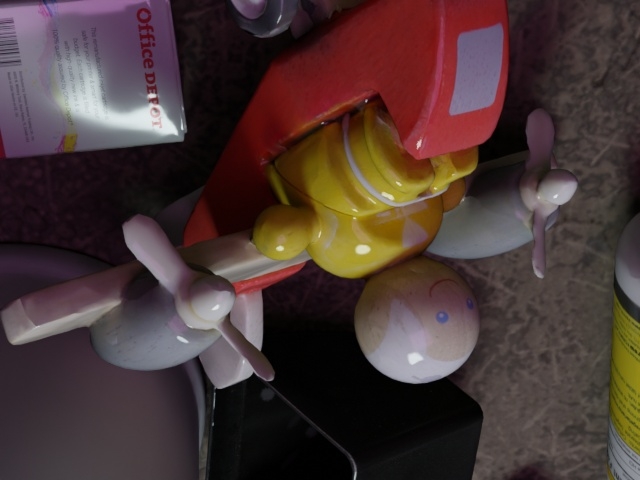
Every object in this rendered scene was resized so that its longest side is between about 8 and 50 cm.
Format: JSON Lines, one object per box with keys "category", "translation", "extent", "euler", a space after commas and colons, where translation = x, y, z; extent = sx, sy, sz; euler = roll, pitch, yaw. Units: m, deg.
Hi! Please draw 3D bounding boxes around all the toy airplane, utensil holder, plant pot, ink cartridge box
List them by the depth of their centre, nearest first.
{"category": "toy airplane", "translation": [0.000, 0.000, 1.151], "extent": [0.386, 0.272, 0.384], "euler": [-36, 159, 0]}
{"category": "ink cartridge box", "translation": [-0.192, -0.135, 1.212], "extent": [0.175, 0.072, 0.127], "euler": [-5, 122, -2]}
{"category": "utensil holder", "translation": [-0.248, 0.235, 1.251], "extent": [0.328, 0.385, 0.327], "euler": [-2, 121, -4]}
{"category": "plant pot", "translation": [0.026, 0.180, 1.356], "extent": [0.167, 0.188, 0.187], "euler": [-17, 128, -35]}

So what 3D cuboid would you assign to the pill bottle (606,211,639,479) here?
{"category": "pill bottle", "translation": [0.336, 0.141, 1.362], "extent": [0.188, 0.188, 0.334], "euler": [-6, 122, -2]}
